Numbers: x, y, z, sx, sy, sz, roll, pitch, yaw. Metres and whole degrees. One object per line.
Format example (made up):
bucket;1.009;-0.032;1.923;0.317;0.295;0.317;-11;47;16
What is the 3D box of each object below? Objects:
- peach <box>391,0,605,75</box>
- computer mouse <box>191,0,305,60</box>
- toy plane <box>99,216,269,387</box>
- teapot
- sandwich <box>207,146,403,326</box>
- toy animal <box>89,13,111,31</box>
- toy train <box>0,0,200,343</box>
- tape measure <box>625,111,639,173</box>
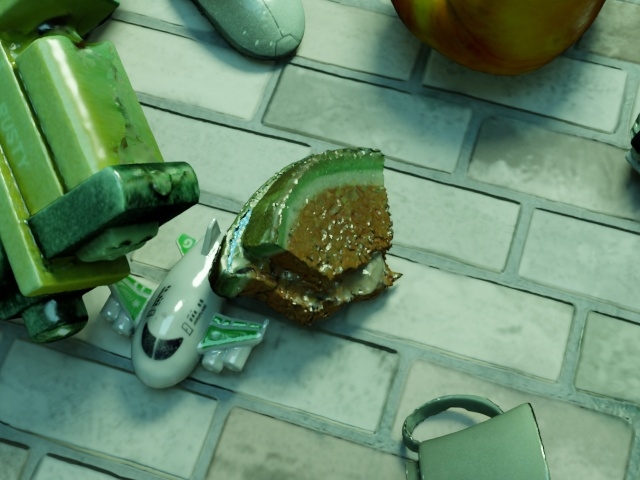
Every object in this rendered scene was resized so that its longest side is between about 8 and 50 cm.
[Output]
peach;0.206;-0.311;1.075;0.238;0.281;0.281;-1;54;51
computer mouse;-0.100;-0.305;1.168;0.113;0.068;0.229;-32;68;-15
toy plane;-0.133;0.064;0.988;0.174;0.080;0.174;-1;67;2
teapot;0.127;0.228;0.875;0.149;0.162;0.239;-13;39;8
sandwich;-0.007;-0.007;0.980;0.235;0.079;0.159;-20;75;-38
toy animal;-0.292;-0.410;1.128;0.250;0.251;0.310;7;72;5
toy train;-0.276;-0.110;0.947;0.253;0.160;0.397;-28;79;29
tape measure;0.423;-0.100;1.035;0.181;0.107;0.182;-35;69;-11
